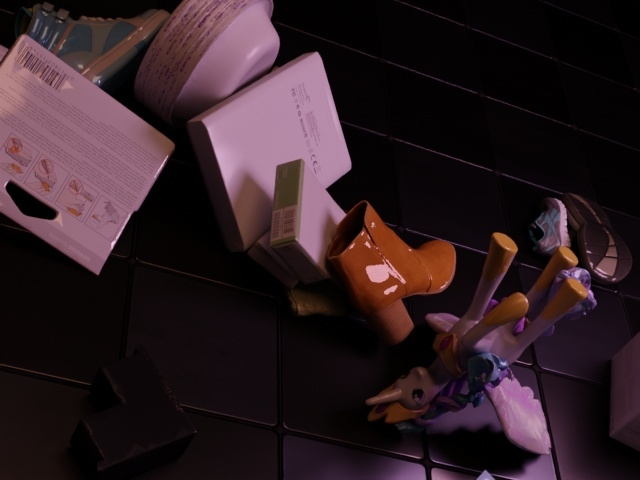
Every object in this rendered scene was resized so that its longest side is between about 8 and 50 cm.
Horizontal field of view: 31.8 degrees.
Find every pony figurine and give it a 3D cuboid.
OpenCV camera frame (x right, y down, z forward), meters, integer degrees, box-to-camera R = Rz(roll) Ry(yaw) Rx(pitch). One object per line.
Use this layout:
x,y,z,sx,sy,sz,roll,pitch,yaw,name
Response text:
0.269,0.166,1.783,0.351,0.363,0.303,9,37,-47,pony figurine

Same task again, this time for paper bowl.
-0.181,-0.314,1.948,0.148,0.284,0.284,39,42,3,paper bowl

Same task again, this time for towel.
-0.020,0.068,1.882,0.110,0.027,0.148,3,48,-31,towel

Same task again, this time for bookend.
-0.278,0.240,1.521,0.157,0.072,0.156,-17,61,-41,bookend

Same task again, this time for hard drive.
-0.078,-0.160,1.945,0.353,0.047,0.233,-40,120,-48,hard drive

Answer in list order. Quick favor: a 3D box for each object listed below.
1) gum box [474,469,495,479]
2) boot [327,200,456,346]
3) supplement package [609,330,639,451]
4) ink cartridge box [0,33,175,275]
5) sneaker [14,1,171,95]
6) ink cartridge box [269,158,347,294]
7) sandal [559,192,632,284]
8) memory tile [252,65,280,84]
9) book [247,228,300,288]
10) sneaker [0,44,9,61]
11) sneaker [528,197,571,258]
0.265,0.459,1.681,0.184,0.041,0.157,44,43,13,gum box
0.124,0.015,1.897,0.211,0.104,0.295,61,38,-21,boot
0.630,0.253,1.986,0.149,0.203,0.194,26,42,-8,supplement package
-0.410,-0.127,1.736,0.296,0.066,0.261,37,65,-21,ink cartridge box
-0.409,-0.368,1.975,0.208,0.127,0.319,35,41,0,sneaker
0.000,0.000,1.861,0.235,0.056,0.171,51,32,-44,ink cartridge box
0.541,0.007,2.261,0.120,0.086,0.303,25,26,-13,sandal
-0.111,-0.236,2.024,0.012,0.148,0.113,26,41,12,memory tile
-0.045,0.012,1.878,0.096,0.035,0.144,43,39,2,book
-0.586,-0.261,1.775,0.292,0.108,0.169,23,40,-12,sneaker
0.451,-0.030,2.249,0.076,0.065,0.166,14,42,-13,sneaker
